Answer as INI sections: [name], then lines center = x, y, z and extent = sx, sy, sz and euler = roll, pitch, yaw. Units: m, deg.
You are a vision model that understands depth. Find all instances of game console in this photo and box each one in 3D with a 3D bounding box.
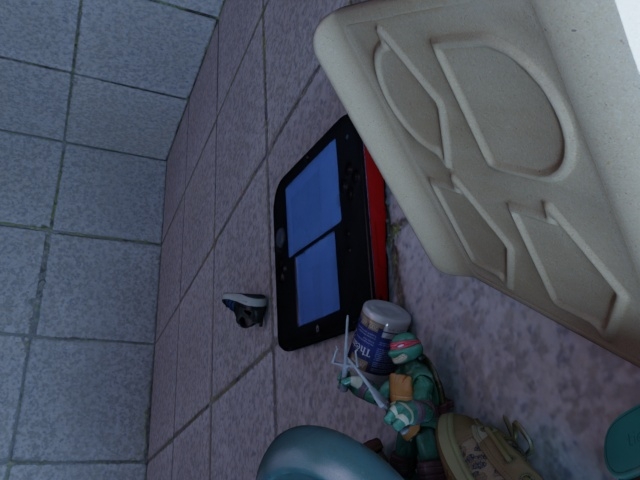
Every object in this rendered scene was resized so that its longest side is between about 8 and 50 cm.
[game console]
center = 0.000, 0.000, 1.049
extent = 0.386, 0.060, 0.341
euler = 145, 130, -61

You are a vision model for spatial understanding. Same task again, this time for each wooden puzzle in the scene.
[wooden puzzle]
center = 0.158, -0.063, 0.489
extent = 0.081, 0.322, 0.348
euler = -38, 24, -12

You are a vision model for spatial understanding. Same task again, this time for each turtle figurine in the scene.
[turtle figurine]
center = 0.092, 0.193, 0.688
extent = 0.175, 0.118, 0.233
euler = 138, 122, -78

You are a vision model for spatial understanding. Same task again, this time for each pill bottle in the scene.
[pill bottle]
center = 0.073, 0.145, 0.810
extent = 0.067, 0.067, 0.120
euler = -132, 54, -62

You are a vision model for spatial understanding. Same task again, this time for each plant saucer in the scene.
[plant saucer]
center = 0.022, 0.367, 0.686
extent = 0.318, 0.044, 0.317
euler = 15, 112, 41

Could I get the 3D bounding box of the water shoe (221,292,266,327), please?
[water shoe]
center = -0.185, 0.163, 1.409
extent = 0.203, 0.073, 0.080
euler = 170, 105, -67

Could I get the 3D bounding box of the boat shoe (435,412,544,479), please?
[boat shoe]
center = 0.161, 0.223, 0.510
extent = 0.285, 0.090, 0.104
euler = -85, -25, -80

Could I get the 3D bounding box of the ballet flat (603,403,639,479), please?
[ballet flat]
center = 0.266, 0.094, 0.340
extent = 0.247, 0.087, 0.083
euler = 110, 177, -51

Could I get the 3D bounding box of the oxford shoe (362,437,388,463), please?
[oxford shoe]
center = 0.023, 0.412, 0.821
extent = 0.130, 0.123, 0.348
euler = 42, 123, 32
